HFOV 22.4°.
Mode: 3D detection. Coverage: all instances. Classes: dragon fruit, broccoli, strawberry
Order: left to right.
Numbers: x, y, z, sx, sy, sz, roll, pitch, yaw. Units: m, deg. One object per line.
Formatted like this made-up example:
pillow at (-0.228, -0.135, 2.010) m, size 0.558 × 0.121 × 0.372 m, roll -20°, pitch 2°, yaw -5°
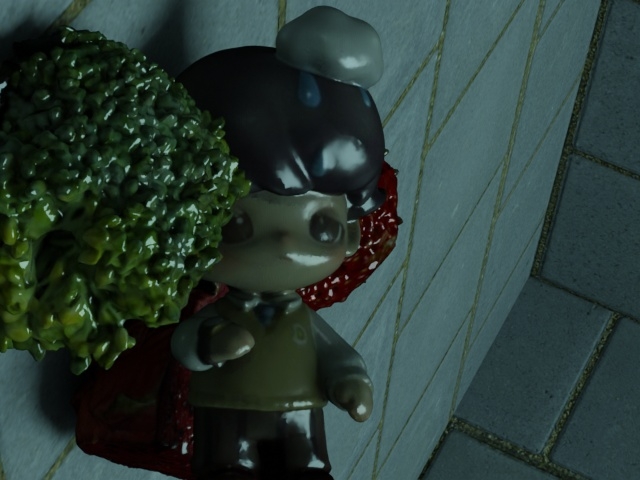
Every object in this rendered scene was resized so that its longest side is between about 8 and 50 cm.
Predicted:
broccoli at (-0.148, -0.001, 1.115) m, size 0.242 × 0.180 × 0.273 m, roll -50°, pitch 159°, yaw -51°
dragon fruit at (-0.131, 0.111, 1.478) m, size 0.317 × 0.152 × 0.205 m, roll 38°, pitch 58°, yaw -61°
strawberry at (0.000, 0.000, 1.761) m, size 0.233 × 0.137 × 0.306 m, roll -69°, pitch 167°, yaw 17°

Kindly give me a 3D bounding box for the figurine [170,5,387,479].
figurine at (-0.051, 0.017, 1.280) m, size 0.206 × 0.218 × 0.365 m, roll 84°, pitch 4°, yaw -69°
